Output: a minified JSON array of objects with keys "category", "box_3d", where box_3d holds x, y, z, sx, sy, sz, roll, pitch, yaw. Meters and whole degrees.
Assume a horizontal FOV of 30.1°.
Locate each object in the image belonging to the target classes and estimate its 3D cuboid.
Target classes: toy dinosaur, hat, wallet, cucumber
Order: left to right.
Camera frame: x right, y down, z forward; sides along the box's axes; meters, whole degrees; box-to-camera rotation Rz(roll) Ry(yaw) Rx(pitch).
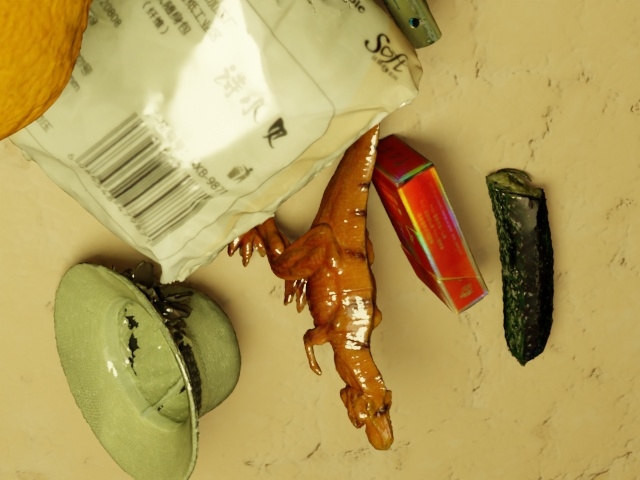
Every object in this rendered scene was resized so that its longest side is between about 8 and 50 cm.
[{"category":"hat","box_3d":[-0.161,0.123,1.263,0.130,0.257,0.257,-23,124,-38]},{"category":"toy dinosaur","box_3d":[0.000,0.000,1.234,0.097,0.208,0.432,-9,95,-39]},{"category":"wallet","box_3d":[0.060,-0.265,1.135,0.039,0.110,0.155,-26,117,13]},{"category":"cucumber","box_3d":[0.232,0.035,1.348,0.067,0.067,0.245,-14,120,-4]}]

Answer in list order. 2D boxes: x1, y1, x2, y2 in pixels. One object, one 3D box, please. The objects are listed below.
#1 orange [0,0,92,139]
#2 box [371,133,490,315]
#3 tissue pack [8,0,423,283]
[{"category":"orange","box_3d":[-0.316,-0.201,0.883,0.312,0.312,0.312,-4,117,-9]},{"category":"box","box_3d":[0.109,-0.017,1.267,0.048,0.112,0.175,-31,117,-7]},{"category":"tissue pack","box_3d":[-0.142,-0.177,1.087,0.390,0.195,0.375,-35,108,19]}]
